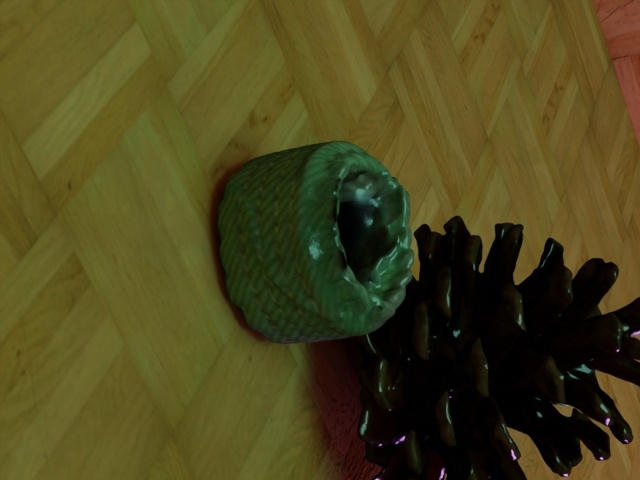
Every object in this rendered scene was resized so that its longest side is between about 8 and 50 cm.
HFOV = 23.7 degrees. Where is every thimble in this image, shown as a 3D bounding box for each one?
[{"bbox_3d":[0.000,0.000,1.619,0.219,0.150,0.219,28,57,-56],"label":"thimble"}]

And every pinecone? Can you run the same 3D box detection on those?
[{"bbox_3d":[0.220,0.145,1.769,0.384,0.384,0.384,30,56,-57],"label":"pinecone"}]
